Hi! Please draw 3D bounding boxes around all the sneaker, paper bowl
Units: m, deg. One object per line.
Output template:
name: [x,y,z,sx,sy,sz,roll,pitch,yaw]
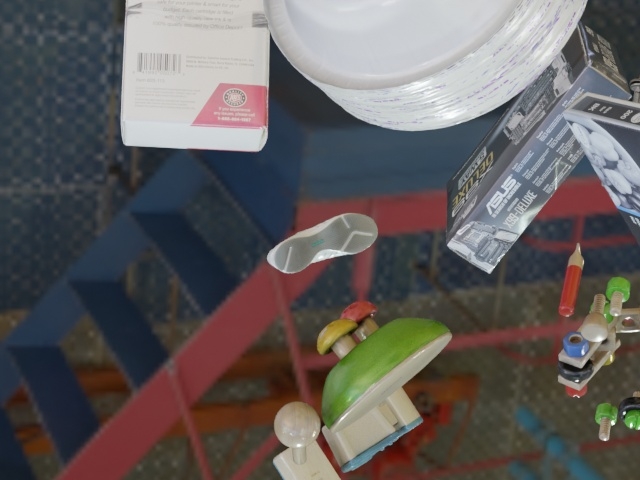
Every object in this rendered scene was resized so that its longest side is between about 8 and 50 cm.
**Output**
sneaker: [0.000,0.000,2.099,0.152,0.053,0.061,-17,-172,-20]
paper bowl: [0.077,-0.248,1.380,0.284,0.284,0.148,25,175,38]

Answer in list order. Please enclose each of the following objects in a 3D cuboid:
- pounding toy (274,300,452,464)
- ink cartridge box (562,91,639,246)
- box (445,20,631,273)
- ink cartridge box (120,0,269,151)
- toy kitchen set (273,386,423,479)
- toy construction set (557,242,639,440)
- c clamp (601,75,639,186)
pounding toy: [0.030,0.143,1.906,0.237,0.183,0.110,-37,-101,-8]
ink cartridge box: [0.355,-0.045,1.592,0.045,0.206,0.208,-44,-149,-16]
box: [0.287,-0.129,2.199,0.076,0.307,0.242,34,-159,-8]
ink cartridge box: [-0.176,-0.281,2.341,0.207,0.283,0.117,3,165,-5]
toy kitchen set: [0.038,0.297,2.161,0.207,0.122,0.166,-30,173,-25]
toy construction set: [0.490,0.114,2.577,0.257,0.309,0.237,-19,-144,34]
c clamp: [0.401,-0.159,2.033,0.022,0.160,0.137,25,154,-19]
